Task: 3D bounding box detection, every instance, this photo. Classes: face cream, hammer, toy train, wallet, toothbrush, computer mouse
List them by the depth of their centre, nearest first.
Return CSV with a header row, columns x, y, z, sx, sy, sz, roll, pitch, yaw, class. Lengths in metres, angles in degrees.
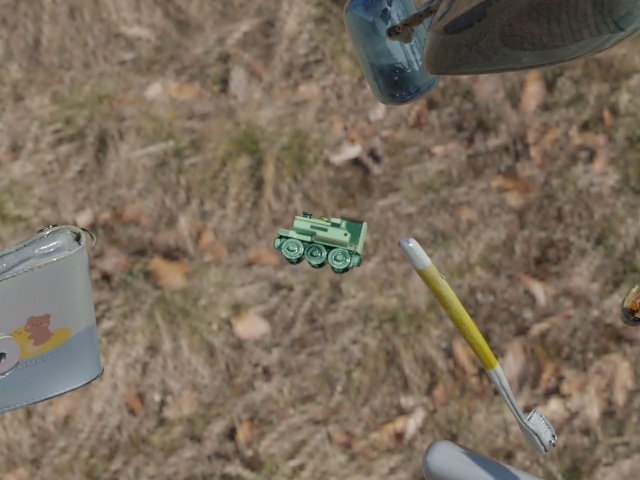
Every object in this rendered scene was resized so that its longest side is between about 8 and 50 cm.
x,y,z,sx,sy,sz,roll,pitch,yaw,class
0.162,-0.175,0.983,0.167,0.090,0.379,-54,19,-25,computer mouse
0.000,0.000,1.327,0.083,0.053,0.033,13,-6,9,toy train
0.148,0.097,1.332,0.021,0.288,0.024,8,51,50,toothbrush
0.100,-0.208,1.390,0.069,0.116,0.194,-13,16,41,hammer
-0.302,0.085,1.452,0.170,0.231,0.069,-22,55,-23,wallet
0.278,0.351,1.953,0.291,0.144,0.071,20,77,31,face cream

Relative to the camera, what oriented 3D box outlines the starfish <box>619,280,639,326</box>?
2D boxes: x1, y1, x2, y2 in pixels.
x,y,z,sx,sy,sz,roll,pitch,yaw,class
0.485,0.126,1.648,0.312,0.113,0.303,20,7,-10,starfish
